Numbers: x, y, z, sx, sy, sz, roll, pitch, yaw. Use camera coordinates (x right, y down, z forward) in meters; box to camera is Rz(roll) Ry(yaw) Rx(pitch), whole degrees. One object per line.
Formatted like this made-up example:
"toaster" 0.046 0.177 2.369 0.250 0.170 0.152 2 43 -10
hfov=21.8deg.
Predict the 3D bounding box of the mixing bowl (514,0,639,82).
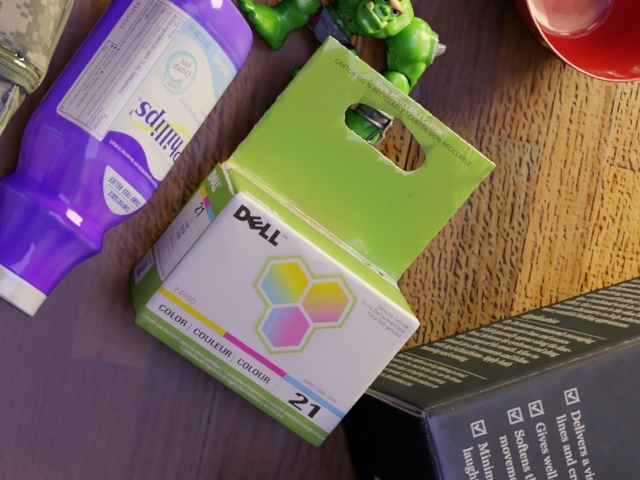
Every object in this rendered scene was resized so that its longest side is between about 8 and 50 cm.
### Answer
"mixing bowl" 0.229 -0.222 1.403 0.181 0.098 0.181 -1 93 -20

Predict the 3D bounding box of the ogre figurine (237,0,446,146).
"ogre figurine" 0.015 -0.176 1.335 0.118 0.097 0.197 -37 90 4

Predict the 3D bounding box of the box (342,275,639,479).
"box" 0.249 0.204 1.377 0.395 0.212 0.294 -16 99 -18

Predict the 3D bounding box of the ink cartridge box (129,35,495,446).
"ink cartridge box" 0.000 0.000 1.296 0.188 0.097 0.255 36 101 -19

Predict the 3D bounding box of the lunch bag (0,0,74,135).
"lunch bag" -0.310 -0.107 1.104 0.212 0.305 0.256 21 85 -20

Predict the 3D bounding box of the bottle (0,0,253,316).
"bottle" -0.165 -0.075 1.259 0.283 0.092 0.118 -56 151 -9
